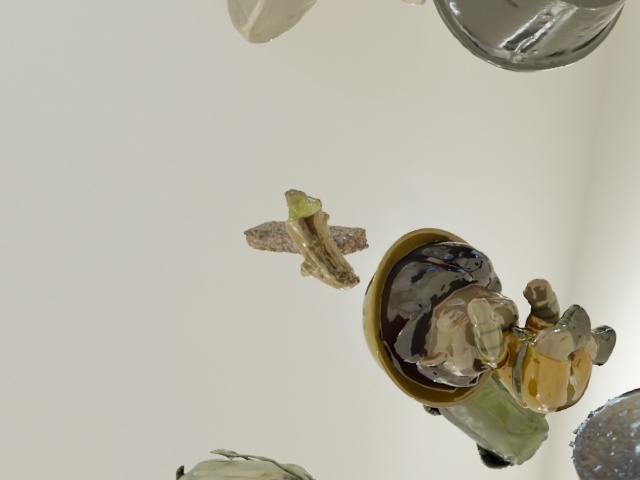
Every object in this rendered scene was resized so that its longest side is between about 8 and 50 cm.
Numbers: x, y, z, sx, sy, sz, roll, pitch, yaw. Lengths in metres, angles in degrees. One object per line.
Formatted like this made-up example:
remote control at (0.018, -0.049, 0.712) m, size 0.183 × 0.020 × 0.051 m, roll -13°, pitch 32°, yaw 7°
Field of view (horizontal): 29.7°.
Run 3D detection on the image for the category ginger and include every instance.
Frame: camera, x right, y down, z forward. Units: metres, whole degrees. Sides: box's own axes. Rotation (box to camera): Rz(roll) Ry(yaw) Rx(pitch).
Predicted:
ginger at (-0.005, 0.002, 1.428) m, size 0.057 × 0.044 × 0.137 m, roll -31°, pitch -81°, yaw -22°

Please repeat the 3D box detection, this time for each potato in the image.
potato at (0.364, 0.284, 1.451) m, size 0.261 × 0.120 × 0.100 m, roll -56°, pitch -40°, yaw -57°

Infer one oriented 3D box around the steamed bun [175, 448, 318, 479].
steamed bun at (-0.057, 0.351, 1.099) m, size 0.268 × 0.207 × 0.280 m, roll -27°, pitch -55°, yaw -64°

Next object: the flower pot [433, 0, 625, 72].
flower pot at (0.273, -0.333, 1.389) m, size 0.268 × 0.166 × 0.269 m, roll 0°, pitch -89°, yaw -17°

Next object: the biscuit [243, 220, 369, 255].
biscuit at (-0.021, -0.002, 1.733) m, size 0.064 × 0.199 × 0.035 m, roll -22°, pitch -70°, yaw -43°

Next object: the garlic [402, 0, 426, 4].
garlic at (0.115, -0.429, 1.589) m, size 0.142 × 0.178 × 0.229 m, roll 22°, pitch -132°, yaw -8°

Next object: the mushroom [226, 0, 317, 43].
mushroom at (-0.019, -0.345, 1.130) m, size 0.128 × 0.128 × 0.350 m, roll 28°, pitch -118°, yaw -39°

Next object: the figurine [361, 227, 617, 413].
figurine at (0.157, 0.098, 1.249) m, size 0.192 × 0.167 × 0.256 m, roll -2°, pitch -158°, yaw -45°

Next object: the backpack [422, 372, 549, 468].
backpack at (0.261, 0.253, 1.910) m, size 0.207 × 0.140 × 0.253 m, roll 41°, pitch -173°, yaw 3°
